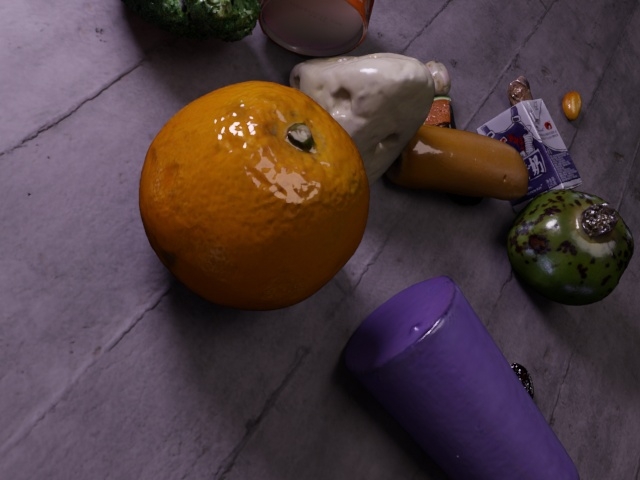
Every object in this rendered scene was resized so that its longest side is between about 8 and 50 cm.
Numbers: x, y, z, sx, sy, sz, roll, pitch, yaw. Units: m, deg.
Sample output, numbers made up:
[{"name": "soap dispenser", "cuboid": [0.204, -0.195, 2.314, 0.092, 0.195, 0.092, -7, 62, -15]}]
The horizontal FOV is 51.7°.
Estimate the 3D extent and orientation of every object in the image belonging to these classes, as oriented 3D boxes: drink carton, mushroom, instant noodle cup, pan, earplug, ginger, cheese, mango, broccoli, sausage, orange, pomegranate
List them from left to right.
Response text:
[{"name": "broccoli", "cuboid": [-0.192, -0.453, 1.015, 0.308, 0.275, 0.308, 44, 24, -25]}, {"name": "orange", "cuboid": [-0.086, -0.058, 0.886, 0.312, 0.312, 0.312, 17, 60, -32]}, {"name": "instant noodle cup", "cuboid": [-0.005, -0.466, 1.191, 0.250, 0.250, 0.192, 19, 69, -31]}, {"name": "cheese", "cuboid": [0.065, -0.250, 1.137, 0.173, 0.248, 0.252, -7, 68, -41]}, {"name": "mushroom", "cuboid": [0.248, -0.348, 1.438, 0.083, 0.067, 0.084, -19, 90, -77]}, {"name": "pan", "cuboid": [0.290, -0.182, 1.418, 0.136, 0.028, 0.235, 4, 71, -38]}, {"name": "sausage", "cuboid": [0.293, -0.154, 1.319, 0.353, 0.116, 0.134, 4, 58, -26]}, {"name": "earplug", "cuboid": [0.252, 0.291, 1.061, 0.456, 0.215, 0.215, 51, 48, -12]}, {"name": "drink carton", "cuboid": [0.472, -0.194, 1.497, 0.101, 0.134, 0.223, -16, 80, -41]}, {"name": "ginger", "cuboid": [0.521, -0.259, 1.616, 0.122, 0.084, 0.290, -11, 80, -18]}, {"name": "pomegranate", "cuboid": [0.518, 0.005, 1.363, 0.254, 0.271, 0.255, 2, 64, -3]}, {"name": "mango", "cuboid": [0.691, -0.368, 1.810, 0.060, 0.046, 0.089, 20, 63, -31]}]

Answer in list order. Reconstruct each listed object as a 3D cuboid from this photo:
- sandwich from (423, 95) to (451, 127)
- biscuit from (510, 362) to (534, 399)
[{"name": "sandwich", "cuboid": [0.241, -0.265, 1.403, 0.069, 0.026, 0.101, 7, 64, 0]}, {"name": "biscuit", "cuboid": [0.380, 0.284, 1.274, 0.089, 0.027, 0.087, -29, 89, -42]}]
